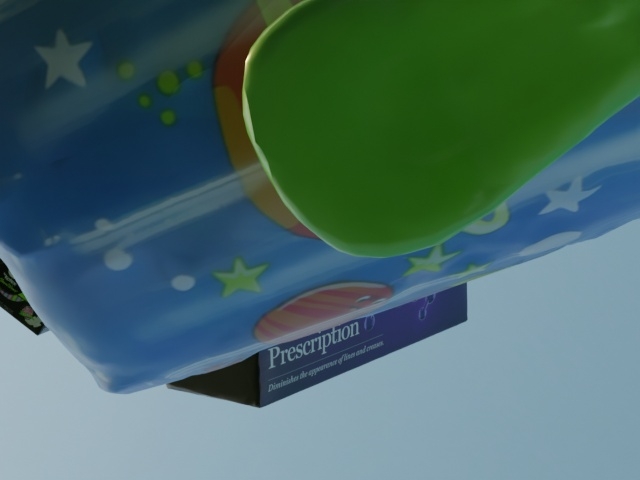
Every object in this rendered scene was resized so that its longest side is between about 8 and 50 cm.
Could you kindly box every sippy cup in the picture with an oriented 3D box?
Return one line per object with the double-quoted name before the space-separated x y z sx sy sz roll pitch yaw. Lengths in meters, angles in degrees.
"sippy cup" -0.002 -0.074 0.532 0.224 0.305 0.240 -27 -107 0

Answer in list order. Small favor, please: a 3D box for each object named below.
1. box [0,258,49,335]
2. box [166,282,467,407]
"box" -0.214 0.021 1.412 0.062 0.052 0.083 36 -71 11
"box" 0.000 0.000 1.372 0.103 0.261 0.184 7 -73 39
